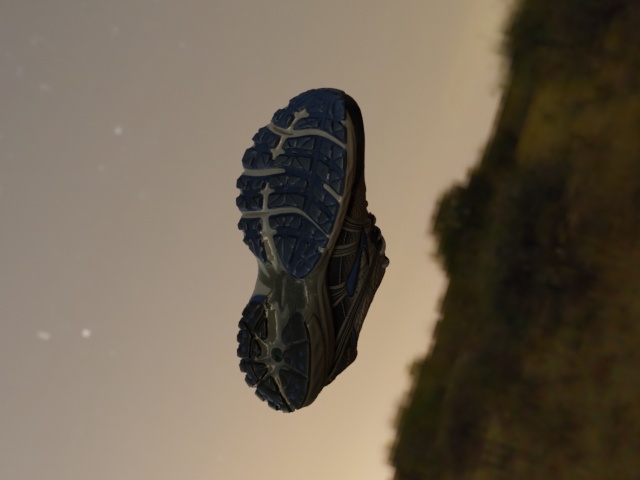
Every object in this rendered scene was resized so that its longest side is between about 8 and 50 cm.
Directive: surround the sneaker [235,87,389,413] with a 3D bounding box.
[{"bbox_3d":[0.000,0.000,0.684,0.058,0.052,0.135,-20,-54,-48],"label":"sneaker"}]
